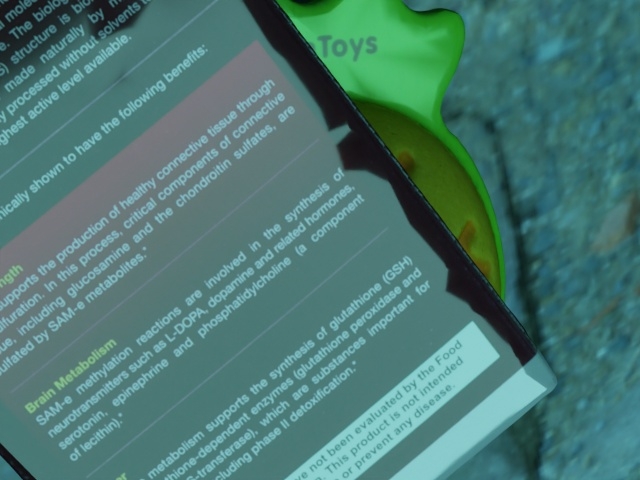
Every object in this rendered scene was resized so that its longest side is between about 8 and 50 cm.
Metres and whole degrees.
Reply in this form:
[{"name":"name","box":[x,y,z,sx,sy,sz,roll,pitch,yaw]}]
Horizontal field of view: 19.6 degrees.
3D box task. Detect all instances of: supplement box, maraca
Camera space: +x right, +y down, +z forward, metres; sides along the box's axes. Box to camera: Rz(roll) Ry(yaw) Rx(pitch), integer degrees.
[{"name":"supplement box","box":[-0.060,-0.016,0.492,0.130,0.073,0.239,-39,110,-3]},{"name":"maraca","box":[0.000,0.000,0.603,0.127,0.099,0.186,-9,106,-19]}]
